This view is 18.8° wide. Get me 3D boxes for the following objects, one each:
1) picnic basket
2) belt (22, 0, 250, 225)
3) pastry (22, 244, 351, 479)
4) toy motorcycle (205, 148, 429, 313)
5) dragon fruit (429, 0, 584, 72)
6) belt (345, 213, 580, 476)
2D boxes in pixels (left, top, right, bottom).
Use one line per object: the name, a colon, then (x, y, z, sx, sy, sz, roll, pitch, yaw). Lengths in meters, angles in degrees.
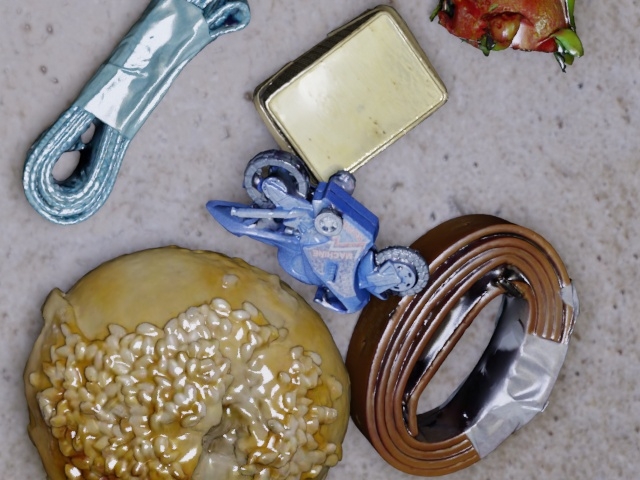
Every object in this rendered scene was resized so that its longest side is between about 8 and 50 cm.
picnic basket: (0.027, -0.136, 1.837, 0.164, 0.079, 0.115, -35, 104, -3)
belt: (-0.170, -0.145, 1.805, 0.087, 0.072, 0.302, 38, 92, -9)
pastry: (-0.120, 0.152, 1.799, 0.316, 0.184, 0.284, 20, 93, -12)
toy motorcycle: (0.000, 0.000, 1.797, 0.205, 0.076, 0.114, 37, 124, -13)
dragon fruit: (0.166, -0.228, 1.822, 0.142, 0.138, 0.175, -16, 89, 15)
belt: (0.135, 0.103, 1.881, 0.184, 0.105, 0.261, 36, 90, -15)
